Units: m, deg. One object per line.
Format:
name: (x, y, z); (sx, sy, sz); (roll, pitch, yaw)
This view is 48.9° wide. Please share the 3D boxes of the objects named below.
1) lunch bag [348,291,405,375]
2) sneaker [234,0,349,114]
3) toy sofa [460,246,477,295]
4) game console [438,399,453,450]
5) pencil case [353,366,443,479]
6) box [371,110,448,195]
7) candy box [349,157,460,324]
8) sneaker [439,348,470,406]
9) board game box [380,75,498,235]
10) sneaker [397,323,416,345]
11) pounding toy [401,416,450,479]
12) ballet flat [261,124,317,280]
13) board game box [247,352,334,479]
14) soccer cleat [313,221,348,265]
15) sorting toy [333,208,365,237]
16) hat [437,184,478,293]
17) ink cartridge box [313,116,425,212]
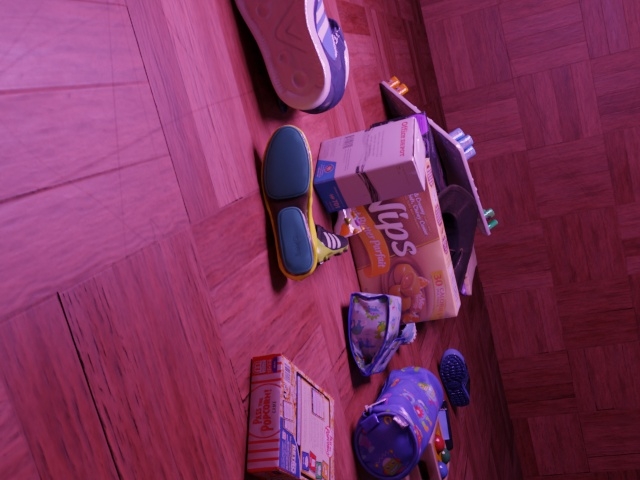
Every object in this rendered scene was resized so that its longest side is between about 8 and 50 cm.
lunch bag: (0.104, 0.176, 1.322); (0.129, 0.096, 0.151); (21, 74, -71)
sneaker: (-0.041, -0.368, 1.158); (0.236, 0.130, 0.323); (-49, 124, -74)
toy sofa: (0.367, 0.040, 2.075); (0.362, 0.150, 0.177); (-46, 126, -68)
game console: (0.268, 0.443, 1.681); (0.071, 0.107, 0.122); (115, -29, -72)
pencil case: (0.148, 0.327, 1.315); (0.133, 0.119, 0.306); (58, 19, 4)
box: (0.240, -0.179, 1.833); (0.270, 0.143, 0.165); (55, 29, -51)
candy box: (0.160, 0.008, 1.427); (0.087, 0.182, 0.317); (-36, 113, -71)
sneaker: (0.399, 0.390, 2.092); (0.090, 0.081, 0.232); (-82, 161, -51)
board game box: (0.342, -0.243, 2.006); (0.390, 0.050, 0.390); (52, -4, 43)
sneaker: (0.188, 0.155, 1.620); (0.073, 0.063, 0.162); (44, 39, -55)
pounding toy: (0.206, 0.441, 1.454); (0.206, 0.094, 0.181); (-45, 122, -69)
ballet flat: (-0.046, -0.053, 1.054); (0.077, 0.077, 0.231); (102, -18, -83)
board game box: (-0.033, 0.253, 0.934); (0.193, 0.045, 0.147); (54, 31, -52)
soccer cleat: (0.000, 0.000, 1.164); (0.072, 0.060, 0.179); (66, 19, 1)
sorting toy: (0.050, -0.047, 1.359); (0.083, 0.044, 0.075); (-26, 99, -71)
hat: (0.274, 0.014, 1.794); (0.331, 0.134, 0.331); (-19, 116, -45)
ink cartridge box: (0.094, -0.140, 1.303); (0.140, 0.190, 0.082); (-80, 152, -47)
